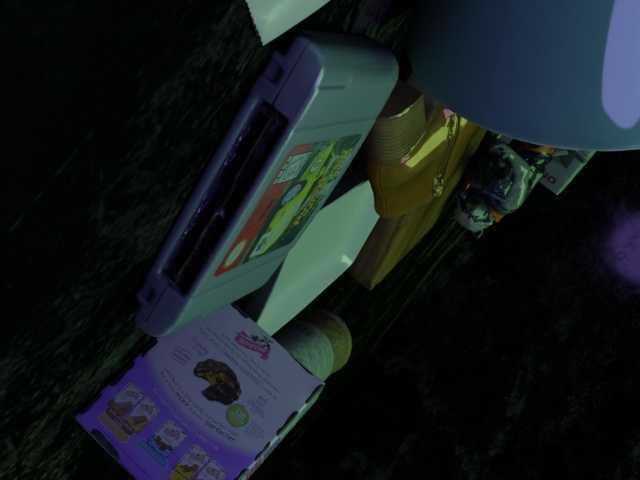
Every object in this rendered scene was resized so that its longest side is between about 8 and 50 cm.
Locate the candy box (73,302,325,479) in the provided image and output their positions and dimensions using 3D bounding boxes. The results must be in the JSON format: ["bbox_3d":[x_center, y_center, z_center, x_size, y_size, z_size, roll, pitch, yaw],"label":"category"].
[{"bbox_3d":[-0.121,0.173,0.788,0.196,0.165,0.070,-45,167,-23],"label":"candy box"}]

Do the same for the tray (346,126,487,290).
[{"bbox_3d":[0.161,-0.088,1.226,0.203,0.076,0.411,-44,165,-27],"label":"tray"}]

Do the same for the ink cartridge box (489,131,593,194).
[{"bbox_3d":[0.518,-0.271,1.613,0.121,0.211,0.289,-40,164,-41],"label":"ink cartridge box"}]

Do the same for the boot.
[{"bbox_3d":[0.160,-0.165,0.865,0.295,0.104,0.211,-40,155,-11],"label":"boot"}]

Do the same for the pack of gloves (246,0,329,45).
[{"bbox_3d":[0.057,-0.215,0.441,0.232,0.046,0.195,-33,161,-7],"label":"pack of gloves"}]

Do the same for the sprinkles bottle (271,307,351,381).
[{"bbox_3d":[-0.064,0.198,1.157,0.121,0.121,0.355,-55,167,20],"label":"sprinkles bottle"}]

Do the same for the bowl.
[{"bbox_3d":[0.225,-0.234,0.627,0.311,0.311,0.163,-43,145,-28],"label":"bowl"}]

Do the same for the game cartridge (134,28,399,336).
[{"bbox_3d":[-0.042,-0.051,0.685,0.294,0.060,0.196,-56,170,25],"label":"game cartridge"}]

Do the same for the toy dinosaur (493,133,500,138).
[{"bbox_3d":[0.427,-0.303,1.429,0.160,0.121,0.313,-58,179,-38],"label":"toy dinosaur"}]

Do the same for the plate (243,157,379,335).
[{"bbox_3d":[0.000,0.000,0.985,0.278,0.045,0.277,-38,161,-42],"label":"plate"}]

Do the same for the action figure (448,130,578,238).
[{"bbox_3d":[0.352,-0.129,1.277,0.330,0.178,0.341,-47,-167,22],"label":"action figure"}]
